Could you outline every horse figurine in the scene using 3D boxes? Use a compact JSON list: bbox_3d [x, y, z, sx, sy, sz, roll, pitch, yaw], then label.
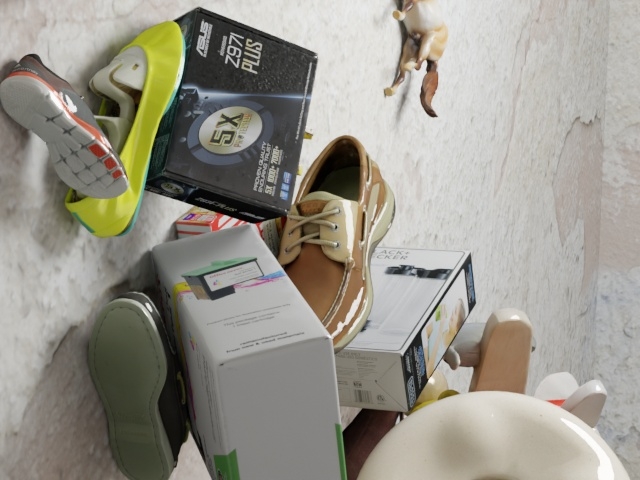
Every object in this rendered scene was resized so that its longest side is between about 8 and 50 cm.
[{"bbox_3d":[0.142,-0.316,2.204,0.174,0.066,0.263,-46,134,-49],"label":"horse figurine"}]

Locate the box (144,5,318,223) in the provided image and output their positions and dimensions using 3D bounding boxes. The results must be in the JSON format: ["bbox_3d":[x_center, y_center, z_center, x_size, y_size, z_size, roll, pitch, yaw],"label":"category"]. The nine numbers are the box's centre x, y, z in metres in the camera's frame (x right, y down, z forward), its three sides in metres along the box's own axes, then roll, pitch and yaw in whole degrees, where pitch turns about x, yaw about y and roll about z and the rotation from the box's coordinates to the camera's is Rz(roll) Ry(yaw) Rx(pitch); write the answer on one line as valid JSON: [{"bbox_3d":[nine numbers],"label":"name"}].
[{"bbox_3d":[-0.095,-0.124,1.549,0.147,0.077,0.180,18,74,-28],"label":"box"}]

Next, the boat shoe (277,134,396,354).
[{"bbox_3d":[0.000,0.000,1.747,0.324,0.122,0.120,-73,151,-49],"label":"boat shoe"}]

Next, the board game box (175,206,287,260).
[{"bbox_3d":[-0.094,0.011,1.715,0.193,0.045,0.147,-46,135,-57],"label":"board game box"}]

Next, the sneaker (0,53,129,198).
[{"bbox_3d":[-0.217,-0.104,1.344,0.158,0.061,0.065,55,30,-36],"label":"sneaker"}]

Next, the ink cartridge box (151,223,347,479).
[{"bbox_3d":[-0.074,0.132,1.512,0.278,0.117,0.201,-128,-151,-61],"label":"ink cartridge box"}]

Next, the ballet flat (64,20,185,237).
[{"bbox_3d":[-0.188,-0.116,1.434,0.077,0.077,0.231,29,68,-41],"label":"ballet flat"}]

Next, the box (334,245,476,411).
[{"bbox_3d":[0.084,0.109,2.016,0.290,0.169,0.087,-48,135,-54],"label":"box"}]

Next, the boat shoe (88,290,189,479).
[{"bbox_3d":[-0.175,0.138,1.504,0.069,0.081,0.228,-60,154,-52],"label":"boat shoe"}]

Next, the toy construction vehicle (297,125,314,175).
[{"bbox_3d":[-0.037,-0.109,1.843,0.098,0.035,0.086,28,69,-66],"label":"toy construction vehicle"}]

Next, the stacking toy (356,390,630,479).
[{"bbox_3d":[0.218,0.437,1.976,0.480,0.350,0.351,83,21,-60],"label":"stacking toy"}]

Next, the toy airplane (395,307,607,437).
[{"bbox_3d":[0.223,0.270,2.230,0.386,0.272,0.384,-50,146,11],"label":"toy airplane"}]

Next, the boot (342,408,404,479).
[{"bbox_3d":[0.035,0.271,1.959,0.207,0.090,0.248,-61,170,-1],"label":"boot"}]
